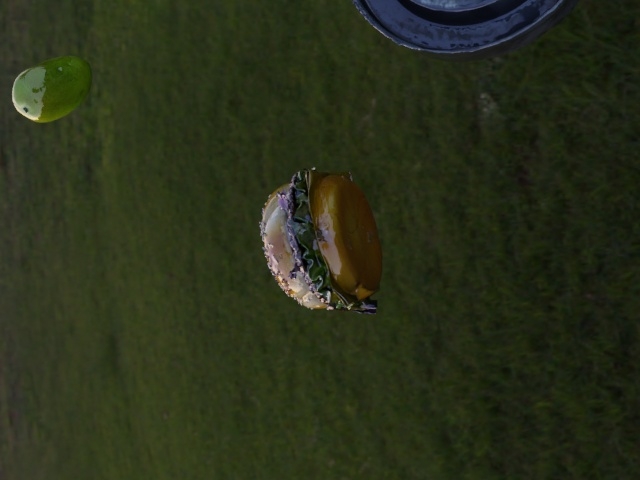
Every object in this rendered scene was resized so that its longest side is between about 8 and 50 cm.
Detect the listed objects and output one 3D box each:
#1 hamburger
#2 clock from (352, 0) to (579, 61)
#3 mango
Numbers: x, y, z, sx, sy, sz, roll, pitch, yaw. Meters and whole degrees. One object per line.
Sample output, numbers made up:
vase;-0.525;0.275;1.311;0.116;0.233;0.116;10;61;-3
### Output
hamburger;0.002;0.002;1.009;0.093;0.189;0.164;-16;77;23
clock;0.153;-0.318;0.983;0.280;0.055;0.281;-4;81;24
mango;-0.336;-0.193;1.212;0.073;0.108;0.056;51;160;-9
